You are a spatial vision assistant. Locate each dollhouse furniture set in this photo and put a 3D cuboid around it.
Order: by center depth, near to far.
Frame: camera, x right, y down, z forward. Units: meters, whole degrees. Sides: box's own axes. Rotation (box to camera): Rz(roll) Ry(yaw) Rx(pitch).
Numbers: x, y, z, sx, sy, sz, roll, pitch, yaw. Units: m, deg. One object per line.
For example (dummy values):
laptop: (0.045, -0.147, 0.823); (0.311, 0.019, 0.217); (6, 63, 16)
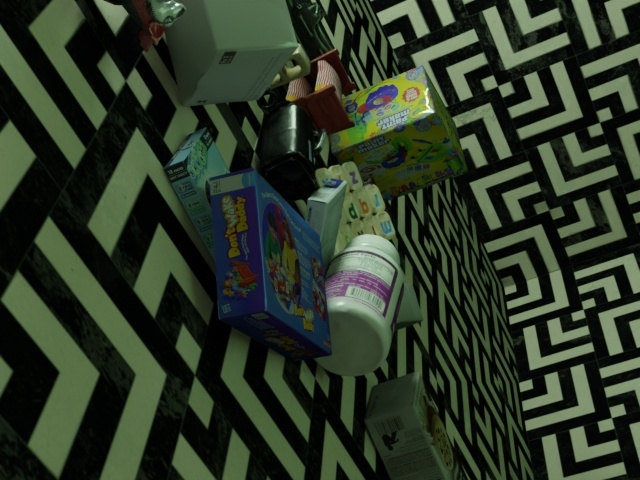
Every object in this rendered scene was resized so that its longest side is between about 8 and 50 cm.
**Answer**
dollhouse furniture set: (-0.064, -0.418, 2.100); (0.374, 0.152, 0.201); (58, 21, -33)

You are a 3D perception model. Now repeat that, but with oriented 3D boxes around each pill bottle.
pill bottle: (0.076, 0.117, 1.866); (0.169, 0.169, 0.302); (62, 25, -23)

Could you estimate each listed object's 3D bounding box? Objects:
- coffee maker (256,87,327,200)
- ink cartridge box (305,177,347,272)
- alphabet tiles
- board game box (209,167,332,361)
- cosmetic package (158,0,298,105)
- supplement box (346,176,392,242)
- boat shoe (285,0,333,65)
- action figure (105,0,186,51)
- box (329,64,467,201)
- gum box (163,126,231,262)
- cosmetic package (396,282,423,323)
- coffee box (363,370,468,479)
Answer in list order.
coffee maker: (-0.077, -0.192, 1.920); (0.171, 0.120, 0.178); (32, 33, -25)
ink cartridge box: (0.000, 0.000, 1.944); (0.223, 0.045, 0.224); (-49, 149, -72)
alphabet tiles: (0.076, -0.044, 2.185); (0.284, 0.021, 0.278); (-20, 88, -53)
board game box: (-0.076, 0.054, 1.571); (0.347, 0.078, 0.234); (46, 35, -65)
cosmetic package: (-0.185, -0.448, 1.603); (0.217, 0.156, 0.385); (-34, -110, 62)
supplement box: (0.123, -0.045, 2.388); (0.130, 0.073, 0.239); (61, 21, -25)
boat shoe: (-0.038, -0.558, 2.389); (0.335, 0.119, 0.121); (64, 18, -19)
action figure: (-0.277, -0.462, 1.366); (0.275, 0.248, 0.370); (5, 72, -58)
box: (0.205, -0.274, 2.525); (0.279, 0.289, 0.177); (49, 27, -51)
gum box: (-0.181, -0.076, 1.559); (0.184, 0.041, 0.157); (63, 19, -20)
cosmetic package: (0.139, 0.157, 2.129); (0.238, 0.127, 0.107); (2, 70, -70)
coffee box: (0.212, 0.459, 2.023); (0.297, 0.118, 0.168); (65, 17, -13)
